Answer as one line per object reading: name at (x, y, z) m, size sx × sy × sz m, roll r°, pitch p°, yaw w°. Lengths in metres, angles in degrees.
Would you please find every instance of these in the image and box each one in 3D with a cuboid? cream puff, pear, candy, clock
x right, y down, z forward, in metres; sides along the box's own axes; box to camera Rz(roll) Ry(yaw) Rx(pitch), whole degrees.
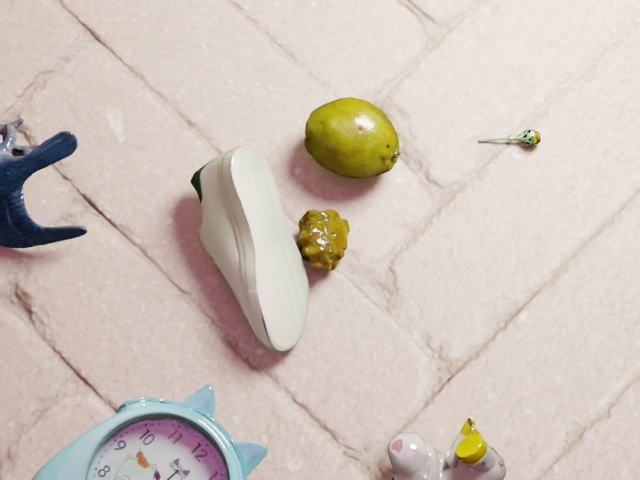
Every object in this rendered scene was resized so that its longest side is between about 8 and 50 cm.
cream puff at (0.000, 0.000, 1.965) m, size 0.058 × 0.083 × 0.083 m, roll -19°, pitch 85°, yaw 33°
pear at (0.042, -0.133, 1.977) m, size 0.131 × 0.107 × 0.107 m, roll 13°, pitch 73°, yaw 5°
candy at (0.254, -0.135, 2.035) m, size 0.083 × 0.025 × 0.023 m, roll -5°, pitch 106°, yaw 9°
clock at (-0.199, 0.309, 1.843) m, size 0.274 × 0.094 × 0.223 m, roll -39°, pitch 79°, yaw -15°

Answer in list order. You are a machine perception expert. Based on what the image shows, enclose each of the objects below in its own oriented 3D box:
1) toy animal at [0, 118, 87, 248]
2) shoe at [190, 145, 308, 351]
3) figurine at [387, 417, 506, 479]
toy animal at (-0.416, -0.071, 1.924) m, size 0.239 × 0.255 × 0.176 m, roll 50°, pitch 45°, yaw -27°
shoe at (-0.095, 0.014, 1.947) m, size 0.095 × 0.110 × 0.265 m, roll -14°, pitch 94°, yaw -46°
figurine at (0.140, 0.295, 1.865) m, size 0.178 × 0.109 × 0.130 m, roll -13°, pitch 96°, yaw -3°
